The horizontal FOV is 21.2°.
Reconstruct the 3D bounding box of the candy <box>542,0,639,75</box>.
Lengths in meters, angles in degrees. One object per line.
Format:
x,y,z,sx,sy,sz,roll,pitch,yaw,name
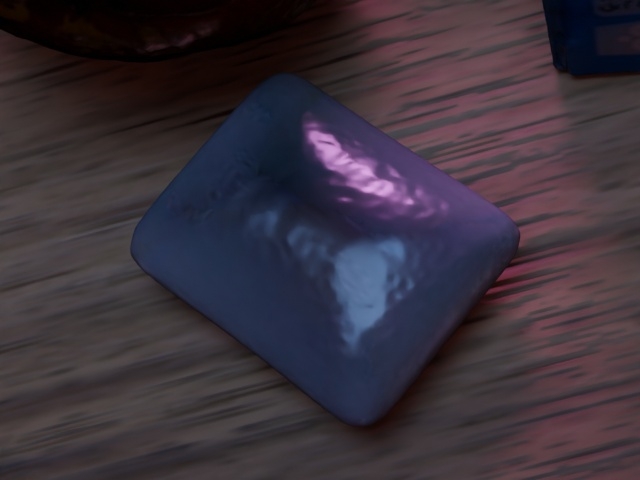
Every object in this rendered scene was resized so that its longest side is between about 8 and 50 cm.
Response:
0.163,-0.260,0.920,0.100,0.157,0.306,-4,65,11,candy

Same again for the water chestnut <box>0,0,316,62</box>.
-0.117,-0.216,0.923,0.289,0.244,0.289,5,62,-9,water chestnut

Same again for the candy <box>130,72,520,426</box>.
0.000,0.000,0.894,0.174,0.071,0.138,36,79,24,candy
